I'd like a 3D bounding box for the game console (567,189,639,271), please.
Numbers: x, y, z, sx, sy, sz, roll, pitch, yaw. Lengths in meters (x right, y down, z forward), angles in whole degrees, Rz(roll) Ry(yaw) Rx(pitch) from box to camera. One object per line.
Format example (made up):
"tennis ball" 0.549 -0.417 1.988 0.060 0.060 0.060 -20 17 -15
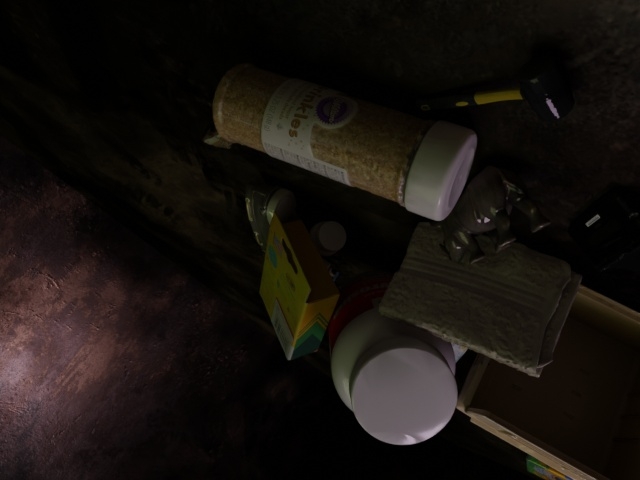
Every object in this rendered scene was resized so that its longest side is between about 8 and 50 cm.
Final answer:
"game console" 0.393 -0.010 0.639 0.107 0.071 0.122 58 167 18

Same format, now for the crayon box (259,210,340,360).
"crayon box" -0.052 0.101 1.112 0.318 0.081 0.202 107 143 -53

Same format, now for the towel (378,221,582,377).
"towel" 0.246 0.082 0.815 0.282 0.187 0.049 18 160 33

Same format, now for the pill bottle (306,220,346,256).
"pill bottle" 0.000 0.000 1.140 0.078 0.078 0.137 36 160 -13

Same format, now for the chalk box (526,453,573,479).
"chalk box" 0.663 0.561 1.370 0.289 0.180 0.179 18 157 31

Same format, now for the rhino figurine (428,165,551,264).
"rhino figurine" 0.223 -0.027 0.738 0.243 0.073 0.106 120 128 -71

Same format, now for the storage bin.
"storage bin" 0.395 0.219 0.817 0.260 0.262 0.123 28 163 9

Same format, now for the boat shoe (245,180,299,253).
"boat shoe" -0.108 -0.031 1.190 0.091 0.109 0.305 26 154 17

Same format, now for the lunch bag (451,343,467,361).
"lunch bag" 0.342 0.266 1.317 0.071 0.053 0.083 29 135 9

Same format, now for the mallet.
"mallet" 0.175 -0.164 0.559 0.190 0.039 0.062 16 157 46

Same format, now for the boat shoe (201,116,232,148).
"boat shoe" -0.158 -0.203 0.924 0.072 0.068 0.190 26 174 -22

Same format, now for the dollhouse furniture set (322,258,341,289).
"dollhouse furniture set" -0.009 0.148 1.434 0.129 0.129 0.184 34 160 -9

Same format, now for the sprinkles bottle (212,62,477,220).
"sprinkles bottle" 0.024 -0.142 0.698 0.355 0.121 0.121 23 159 22

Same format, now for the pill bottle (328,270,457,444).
"pill bottle" 0.132 0.213 1.013 0.229 0.229 0.407 34 -172 -6
